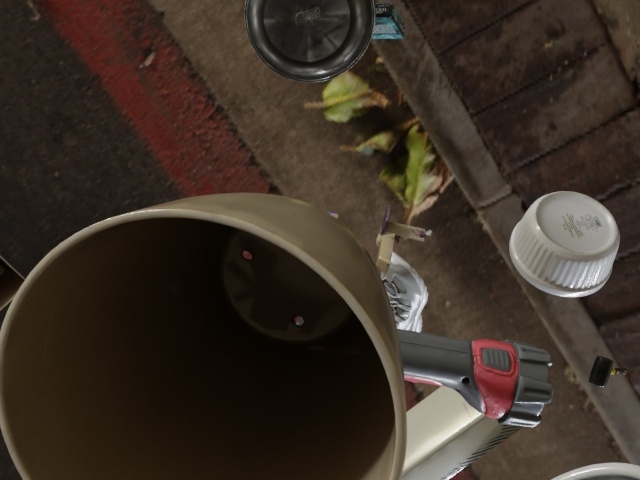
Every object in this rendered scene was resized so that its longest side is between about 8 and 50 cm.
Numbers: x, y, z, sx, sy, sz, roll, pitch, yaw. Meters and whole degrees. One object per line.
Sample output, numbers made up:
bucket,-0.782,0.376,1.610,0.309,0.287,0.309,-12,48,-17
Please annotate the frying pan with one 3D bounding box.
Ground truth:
frying pan,-0.015,-0.393,1.353,0.197,0.053,0.326,4,108,5

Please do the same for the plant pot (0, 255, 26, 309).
plant pot,-0.486,0.051,1.283,0.109,0.096,0.109,-44,110,-9

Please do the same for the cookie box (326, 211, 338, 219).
cookie box,0.000,0.000,2.033,0.040,0.092,0.107,12,113,32

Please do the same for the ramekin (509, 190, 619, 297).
ramekin,0.483,-0.002,1.812,0.207,0.207,0.109,16,139,5

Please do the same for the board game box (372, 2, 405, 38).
board game box,0.042,-0.372,1.575,0.186,0.126,0.026,3,87,15

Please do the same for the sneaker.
sneaker,0.158,0.142,1.982,0.105,0.115,0.281,40,152,37

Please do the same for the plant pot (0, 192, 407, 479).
plant pot,-0.049,0.065,0.675,0.256,0.274,0.256,4,108,11

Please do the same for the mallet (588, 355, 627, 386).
mallet,0.629,0.293,2.007,0.039,0.190,0.062,21,88,35

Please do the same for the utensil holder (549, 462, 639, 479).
utensil holder,0.572,0.677,1.751,0.328,0.327,0.385,-22,103,24

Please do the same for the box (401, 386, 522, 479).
box,0.226,0.329,1.610,0.275,0.113,0.094,-39,128,15

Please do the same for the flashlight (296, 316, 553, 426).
flashlight,0.114,0.148,1.081,0.304,0.103,0.103,10,94,-9

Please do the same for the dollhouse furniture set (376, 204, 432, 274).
dollhouse furniture set,0.133,0.020,1.497,0.081,0.114,0.091,14,141,-2
